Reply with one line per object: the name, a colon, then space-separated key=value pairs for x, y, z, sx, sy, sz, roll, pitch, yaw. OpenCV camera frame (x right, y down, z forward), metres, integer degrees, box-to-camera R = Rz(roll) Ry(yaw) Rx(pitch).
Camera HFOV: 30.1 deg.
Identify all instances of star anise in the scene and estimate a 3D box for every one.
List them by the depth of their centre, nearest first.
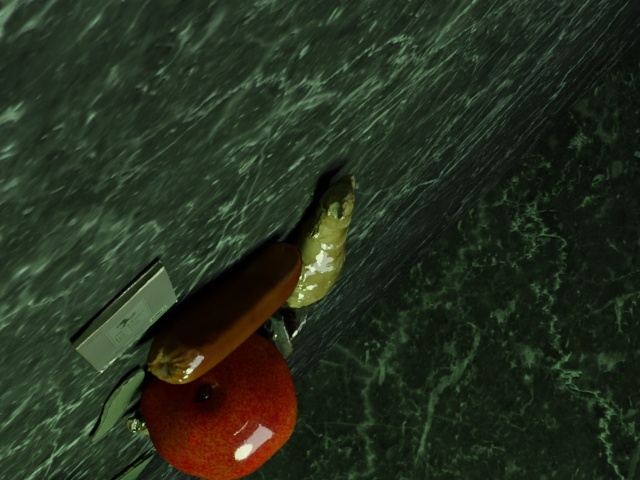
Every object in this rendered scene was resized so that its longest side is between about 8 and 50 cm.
star anise: x=-0.095 y=0.173 z=1.932 sx=0.282 sy=0.129 sz=0.212 roll=-59 pitch=173 yaw=23

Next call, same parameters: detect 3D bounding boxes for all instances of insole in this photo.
insole: x=-0.279 y=0.224 z=1.632 sx=0.063 sy=0.010 sz=0.192 roll=-37 pitch=168 yaw=-41

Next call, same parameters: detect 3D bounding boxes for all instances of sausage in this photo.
sausage: x=-0.116 y=0.094 z=1.559 sx=0.300 sy=0.083 sz=0.089 roll=-39 pitch=155 yaw=-45

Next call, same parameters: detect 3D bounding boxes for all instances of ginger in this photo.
ginger: x=0.000 y=0.000 z=1.680 sx=0.131 sy=0.086 sz=0.294 roll=-47 pitch=169 yaw=-25

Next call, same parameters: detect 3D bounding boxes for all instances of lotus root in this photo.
lotus root: x=-0.232 y=0.252 z=1.815 sx=0.152 sy=0.063 sz=0.072 roll=-34 pitch=156 yaw=-38

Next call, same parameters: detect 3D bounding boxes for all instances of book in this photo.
book: x=-0.211 y=0.087 z=1.305 sx=0.127 sy=0.014 sz=0.181 roll=-44 pitch=171 yaw=-11

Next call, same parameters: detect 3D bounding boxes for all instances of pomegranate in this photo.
pomegranate: x=-0.139 y=0.232 z=1.697 sx=0.221 sy=0.221 sz=0.256 roll=-45 pitch=178 yaw=-3

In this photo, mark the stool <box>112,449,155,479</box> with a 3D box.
stool: x=-0.340 y=0.573 z=2.172 sx=0.270 sy=0.243 sz=0.170 roll=-35 pitch=167 yaw=-50
